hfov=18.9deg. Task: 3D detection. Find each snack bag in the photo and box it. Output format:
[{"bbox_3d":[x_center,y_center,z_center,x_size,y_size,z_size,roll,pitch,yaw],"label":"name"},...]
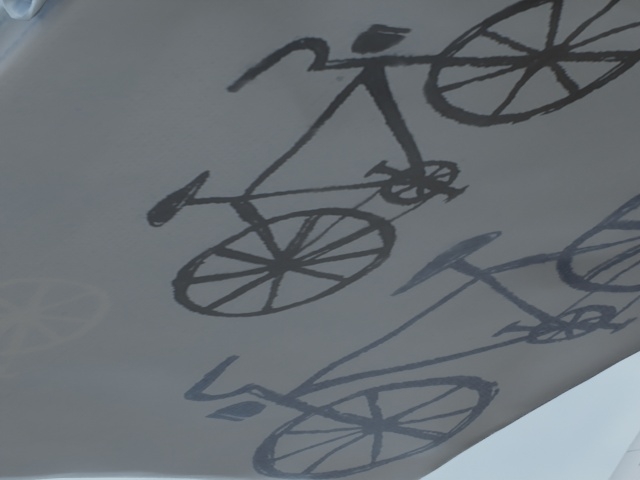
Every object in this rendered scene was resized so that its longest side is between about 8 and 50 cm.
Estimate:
[{"bbox_3d":[0.000,0.000,0.547,0.342,0.037,0.323,6,-31,-40],"label":"snack bag"}]

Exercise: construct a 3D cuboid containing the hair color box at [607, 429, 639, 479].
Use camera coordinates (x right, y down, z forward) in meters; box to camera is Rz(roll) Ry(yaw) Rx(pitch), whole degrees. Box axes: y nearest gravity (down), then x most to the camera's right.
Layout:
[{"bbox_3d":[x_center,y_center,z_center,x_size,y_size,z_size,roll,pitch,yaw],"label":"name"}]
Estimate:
[{"bbox_3d":[0.271,0.177,1.157,0.185,0.113,0.374,-12,21,37],"label":"hair color box"}]
